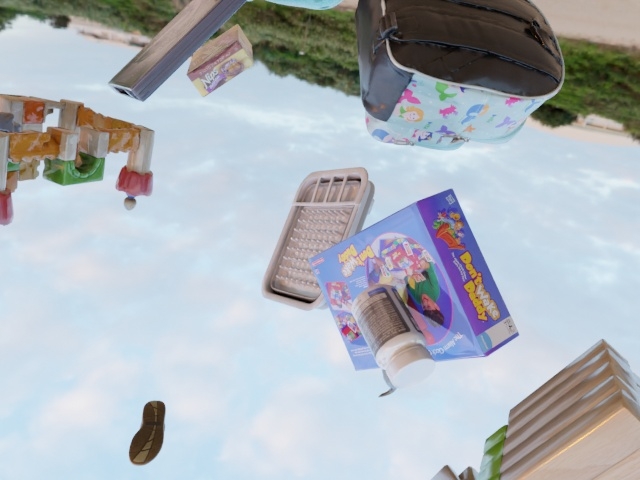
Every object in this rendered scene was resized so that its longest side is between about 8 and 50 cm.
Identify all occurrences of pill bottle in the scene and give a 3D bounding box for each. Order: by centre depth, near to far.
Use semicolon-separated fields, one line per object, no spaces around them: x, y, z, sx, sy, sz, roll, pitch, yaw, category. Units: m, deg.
0.103;0.136;0.771;0.078;0.078;0.137;-3;-138;-24;pill bottle

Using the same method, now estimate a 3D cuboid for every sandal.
-0.408;0.463;1.288;0.072;0.049;0.180;9;-150;-10;sandal

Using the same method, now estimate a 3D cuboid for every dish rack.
0.000;0.000;1.234;0.072;0.332;0.286;28;168;-31;dish rack

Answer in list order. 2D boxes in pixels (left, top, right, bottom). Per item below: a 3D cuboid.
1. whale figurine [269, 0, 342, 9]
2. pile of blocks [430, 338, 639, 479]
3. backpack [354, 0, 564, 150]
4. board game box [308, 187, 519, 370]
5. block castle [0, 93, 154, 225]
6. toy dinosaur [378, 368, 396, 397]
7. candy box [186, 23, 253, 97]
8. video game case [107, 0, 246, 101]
-0.054;-0.490;1.010;0.272;0.141;0.216;-10;-168;23;whale figurine
0.088;0.224;0.310;0.112;0.362;0.149;46;179;11;pile of blocks
0.175;-0.233;0.708;0.254;0.191;0.225;2;-118;-10;backpack
0.128;0.085;0.897;0.078;0.233;0.347;-21;176;-31;board game box
-0.591;-0.159;1.107;0.303;0.212;0.453;21;-160;17;block castle
0.188;0.247;1.217;0.121;0.313;0.160;42;-155;5;toy dinosaur
-0.182;-0.333;0.987;0.109;0.053;0.186;-30;-152;9;candy box
-0.207;-0.275;0.752;0.026;0.196;0.274;46;173;-29;video game case
